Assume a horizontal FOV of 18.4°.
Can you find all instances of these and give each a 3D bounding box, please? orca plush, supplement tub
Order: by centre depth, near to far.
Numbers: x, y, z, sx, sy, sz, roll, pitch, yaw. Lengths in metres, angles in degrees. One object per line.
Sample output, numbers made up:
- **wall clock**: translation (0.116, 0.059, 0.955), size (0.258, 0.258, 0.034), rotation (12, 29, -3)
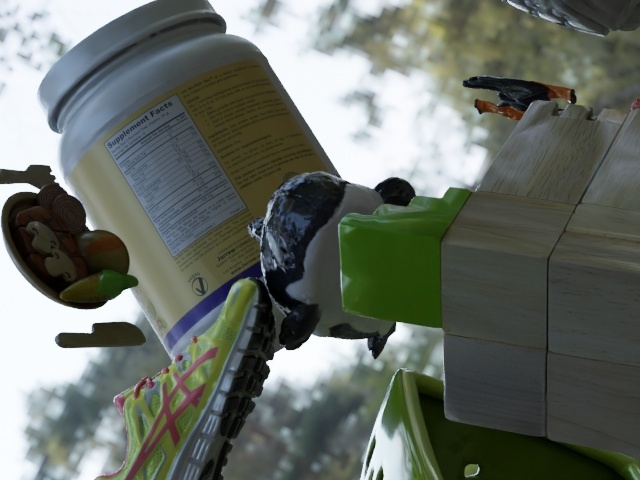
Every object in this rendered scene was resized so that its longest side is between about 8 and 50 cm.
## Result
- **orca plush**: translation (0.000, 0.000, 1.499), size (0.151, 0.102, 0.287), rotation (-58, -20, 6)
- **supplement tub**: translation (-0.113, -0.054, 1.961), size (0.241, 0.331, 0.241), rotation (-31, -11, -7)

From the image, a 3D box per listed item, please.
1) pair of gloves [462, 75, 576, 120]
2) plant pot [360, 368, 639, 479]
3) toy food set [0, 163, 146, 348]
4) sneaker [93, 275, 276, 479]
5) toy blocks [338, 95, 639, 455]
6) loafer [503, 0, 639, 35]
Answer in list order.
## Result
- **pair of gloves**: translation (0.133, -0.090, 1.289), size (0.083, 0.074, 0.010), rotation (49, -127, -71)
- **plant pot**: translation (0.125, 0.258, 1.474), size (0.227, 0.228, 0.207), rotation (-101, 34, -72)
- **toy food set**: translation (-0.217, 0.003, 1.691), size (0.038, 0.192, 0.132), rotation (-40, -19, 26)
- **sneaker**: translation (-0.102, 0.116, 1.431), size (0.208, 0.094, 0.081), rotation (-65, -15, -7)
- **toy blocks**: translation (0.233, -0.002, 0.924), size (0.261, 0.381, 0.191), rotation (-54, -34, -53)
- **loafer**: translation (0.186, -0.207, 1.369), size (0.111, 0.112, 0.319), rotation (-70, -12, 14)
